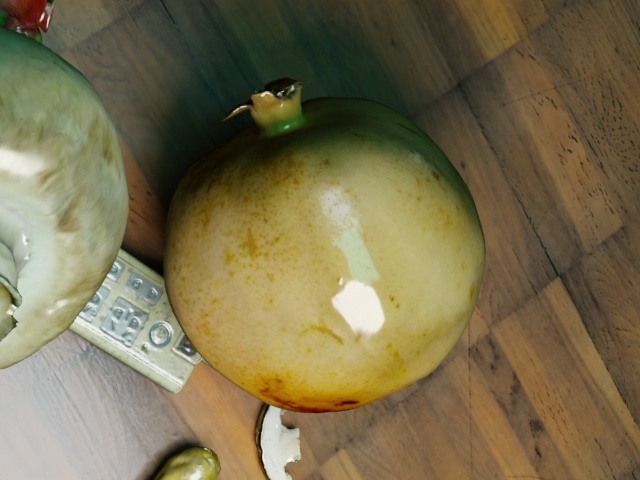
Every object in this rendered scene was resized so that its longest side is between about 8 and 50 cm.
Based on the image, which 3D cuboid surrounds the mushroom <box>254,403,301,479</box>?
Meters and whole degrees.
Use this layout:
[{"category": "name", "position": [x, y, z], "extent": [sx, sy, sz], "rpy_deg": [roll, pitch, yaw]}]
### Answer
[{"category": "mushroom", "position": [-0.044, 0.207, 1.588], "extent": [0.049, 0.019, 0.101], "rpy_deg": [-4, 95, -26]}]

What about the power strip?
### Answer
[{"category": "power strip", "position": [-0.191, 0.063, 1.501], "extent": [0.268, 0.034, 0.092], "rpy_deg": [35, 76, -23]}]

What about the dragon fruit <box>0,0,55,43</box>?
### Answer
[{"category": "dragon fruit", "position": [-0.306, -0.264, 1.389], "extent": [0.137, 0.135, 0.236], "rpy_deg": [0, 74, -21]}]

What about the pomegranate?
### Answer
[{"category": "pomegranate", "position": [0.000, 0.000, 1.458], "extent": [0.319, 0.319, 0.319], "rpy_deg": [-1, 92, -27]}]

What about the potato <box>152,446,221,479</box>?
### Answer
[{"category": "potato", "position": [-0.138, 0.236, 1.528], "extent": [0.092, 0.046, 0.045], "rpy_deg": [-45, 145, -9]}]

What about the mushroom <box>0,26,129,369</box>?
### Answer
[{"category": "mushroom", "position": [-0.322, -0.022, 1.278], "extent": [0.352, 0.352, 0.260], "rpy_deg": [3, 46, -27]}]
